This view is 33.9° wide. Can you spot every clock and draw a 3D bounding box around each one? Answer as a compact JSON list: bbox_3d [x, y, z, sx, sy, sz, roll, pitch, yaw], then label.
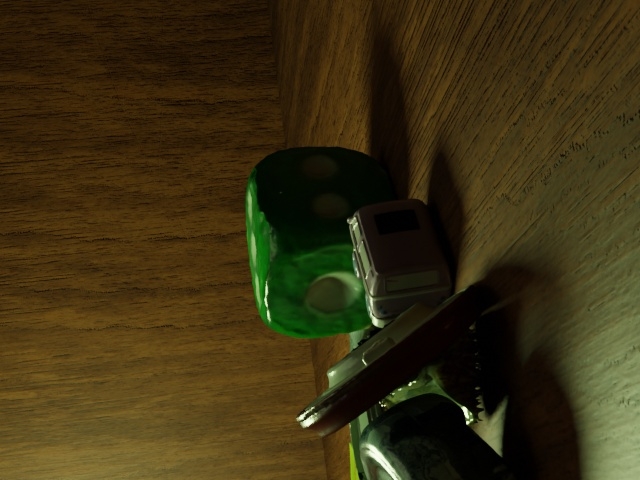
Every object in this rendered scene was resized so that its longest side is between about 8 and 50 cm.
[{"bbox_3d":[0.093,0.162,1.499,0.080,0.318,0.318,51,169,4],"label":"clock"}]

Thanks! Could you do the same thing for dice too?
[{"bbox_3d":[0.000,0.000,2.123,0.300,0.287,0.297,-104,10,-46],"label":"dice"}]

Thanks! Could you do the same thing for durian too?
[{"bbox_3d":[0.168,0.201,1.529,0.252,0.139,0.144,147,125,-63],"label":"durian"}]

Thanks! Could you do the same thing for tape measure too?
[{"bbox_3d":[0.169,0.341,1.424,0.256,0.147,0.275,45,156,45],"label":"tape measure"}]

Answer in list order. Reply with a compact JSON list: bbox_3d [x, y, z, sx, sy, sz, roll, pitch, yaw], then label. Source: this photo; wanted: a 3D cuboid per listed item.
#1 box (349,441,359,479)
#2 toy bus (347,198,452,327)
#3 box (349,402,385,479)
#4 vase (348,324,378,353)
[{"bbox_3d":[0.135,0.617,2.286,0.335,0.047,0.187,-113,15,-45],"label":"box"},{"bbox_3d":[0.129,0.028,1.723,0.202,0.142,0.142,-104,6,-45],"label":"toy bus"},{"bbox_3d":[0.140,0.326,1.812,0.226,0.149,0.226,174,90,-82],"label":"box"},{"bbox_3d":[0.100,0.282,2.348,0.096,0.096,0.219,122,145,-78],"label":"vase"}]
